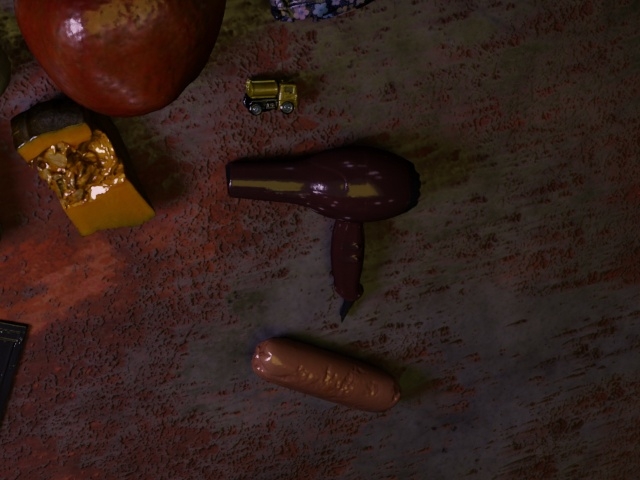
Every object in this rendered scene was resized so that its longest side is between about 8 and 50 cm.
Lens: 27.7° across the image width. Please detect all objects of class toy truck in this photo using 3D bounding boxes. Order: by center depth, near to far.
[{"bbox_3d":[-0.076,-0.228,2.037,0.083,0.049,0.054,-4,113,-17],"label":"toy truck"}]

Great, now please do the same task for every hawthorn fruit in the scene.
[{"bbox_3d":[-0.281,-0.315,1.804,0.295,0.295,0.311,4,131,-22],"label":"hawthorn fruit"}]

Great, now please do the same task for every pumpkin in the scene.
[{"bbox_3d":[-0.358,-0.123,1.949,0.131,0.126,0.248,-26,136,-1],"label":"pumpkin"}]

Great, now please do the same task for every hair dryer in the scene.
[{"bbox_3d":[0.000,0.000,2.157,0.313,0.123,0.340,-2,125,-7],"label":"hair dryer"}]

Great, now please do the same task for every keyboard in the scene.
[{"bbox_3d":[-0.527,0.222,2.097,0.061,0.013,0.204,12,109,-24],"label":"keyboard"}]

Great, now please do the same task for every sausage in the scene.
[{"bbox_3d":[0.012,0.236,2.257,0.289,0.086,0.086,19,106,-27],"label":"sausage"}]

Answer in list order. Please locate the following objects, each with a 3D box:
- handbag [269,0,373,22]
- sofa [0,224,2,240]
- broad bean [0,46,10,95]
[{"bbox_3d":[0.005,-0.434,1.929,0.229,0.127,0.207,-27,126,-7],"label":"handbag"},{"bbox_3d":[-0.609,-0.057,1.905,0.210,0.176,0.225,-29,148,-5],"label":"sofa"},{"bbox_3d":[-0.567,-0.258,1.798,0.263,0.121,0.189,33,66,-20],"label":"broad bean"}]
